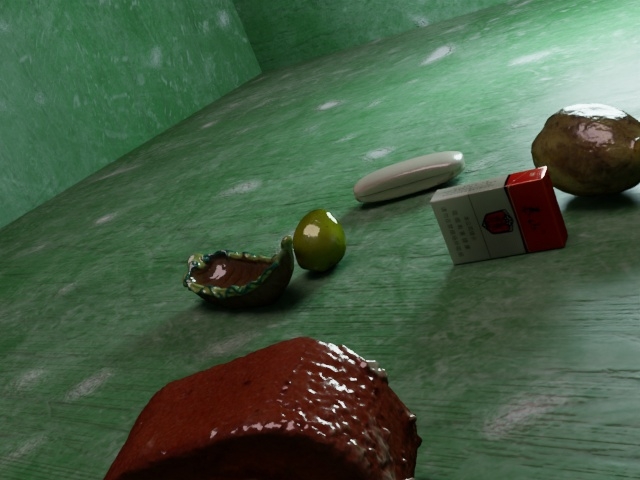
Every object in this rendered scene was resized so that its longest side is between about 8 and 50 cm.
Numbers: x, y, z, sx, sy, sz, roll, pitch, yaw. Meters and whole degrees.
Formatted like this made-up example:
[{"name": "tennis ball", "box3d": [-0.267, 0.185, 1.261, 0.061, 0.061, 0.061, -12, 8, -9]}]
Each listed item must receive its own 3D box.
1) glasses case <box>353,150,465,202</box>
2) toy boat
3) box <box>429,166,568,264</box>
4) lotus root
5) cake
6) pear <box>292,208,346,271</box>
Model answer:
[{"name": "glasses case", "box3d": [0.154, -0.111, 1.433, 0.204, 0.051, 0.081, -14, 22, 22]}, {"name": "toy boat", "box3d": [-0.110, 0.051, 1.244, 0.108, 0.099, 0.293, -38, 17, -33]}, {"name": "box", "box3d": [0.232, -0.030, 1.065, 0.152, 0.100, 0.048, -10, 26, 32]}, {"name": "lotus root", "box3d": [0.375, -0.119, 1.105, 0.138, 0.138, 0.214, -29, 21, -16]}, {"name": "cake", "box3d": [-0.054, 0.193, 0.685, 0.283, 0.177, 0.151, -17, 20, 21]}, {"name": "pear", "box3d": [0.000, 0.000, 1.259, 0.092, 0.097, 0.092, 5, 2, 0]}]
